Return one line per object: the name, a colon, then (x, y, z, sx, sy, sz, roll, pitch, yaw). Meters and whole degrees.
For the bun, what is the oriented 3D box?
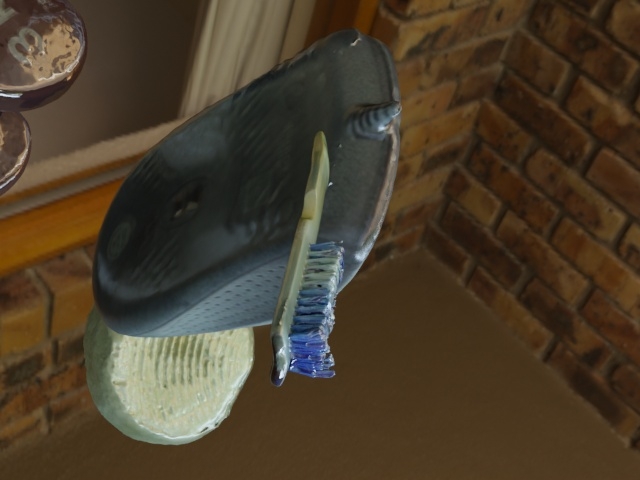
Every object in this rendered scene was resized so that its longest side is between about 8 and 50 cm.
bun: (-0.170, 0.123, 1.009, 0.195, 0.118, 0.196, 1, -92, -33)

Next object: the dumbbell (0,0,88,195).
dumbbell: (-0.299, -0.132, 0.801, 0.140, 0.225, 0.124, 46, -129, -4)

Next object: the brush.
brush: (-0.001, 0.000, 0.457, 0.030, 0.033, 0.179, -2, -145, 9)

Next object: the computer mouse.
computer mouse: (-0.048, -0.023, 0.719, 0.121, 0.370, 0.188, 21, -120, -34)
